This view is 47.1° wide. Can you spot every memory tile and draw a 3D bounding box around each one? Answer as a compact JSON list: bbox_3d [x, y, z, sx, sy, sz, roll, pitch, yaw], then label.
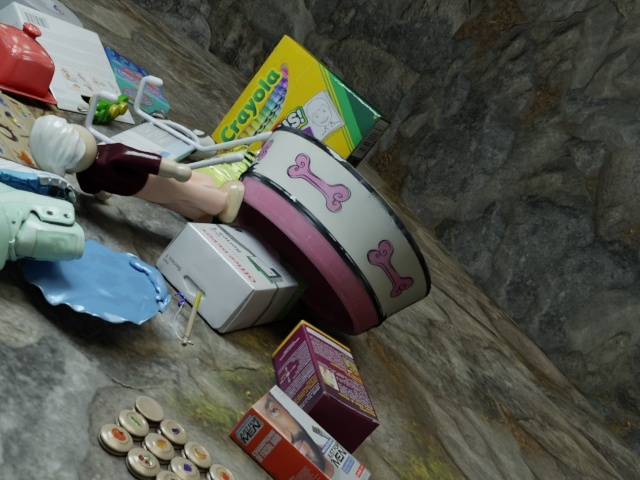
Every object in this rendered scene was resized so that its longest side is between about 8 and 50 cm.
[{"bbox_3d":[-0.154,0.227,0.764,0.148,0.012,0.113,40,13,5],"label":"memory tile"}]

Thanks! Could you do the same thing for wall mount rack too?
[{"bbox_3d":[-0.273,-0.205,1.440,0.304,0.130,0.350,28,24,3],"label":"wall mount rack"}]

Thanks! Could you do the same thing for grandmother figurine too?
[{"bbox_3d":[-0.289,-0.101,1.128,0.342,0.208,0.104,23,54,-48],"label":"grandmother figurine"}]

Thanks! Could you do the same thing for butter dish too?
[{"bbox_3d":[-0.546,-0.339,1.324,0.160,0.118,0.160,45,15,19],"label":"butter dish"}]

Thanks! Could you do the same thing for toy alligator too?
[{"bbox_3d":[-0.446,-0.261,1.493,0.056,0.051,0.189,28,23,3],"label":"toy alligator"}]

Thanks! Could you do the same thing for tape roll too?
[{"bbox_3d":[-0.674,-0.539,1.728,0.219,0.072,0.219,36,14,-10],"label":"tape roll"}]

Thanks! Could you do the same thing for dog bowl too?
[{"bbox_3d":[0.000,0.000,1.320,0.408,0.150,0.408,44,-13,14],"label":"dog bowl"}]

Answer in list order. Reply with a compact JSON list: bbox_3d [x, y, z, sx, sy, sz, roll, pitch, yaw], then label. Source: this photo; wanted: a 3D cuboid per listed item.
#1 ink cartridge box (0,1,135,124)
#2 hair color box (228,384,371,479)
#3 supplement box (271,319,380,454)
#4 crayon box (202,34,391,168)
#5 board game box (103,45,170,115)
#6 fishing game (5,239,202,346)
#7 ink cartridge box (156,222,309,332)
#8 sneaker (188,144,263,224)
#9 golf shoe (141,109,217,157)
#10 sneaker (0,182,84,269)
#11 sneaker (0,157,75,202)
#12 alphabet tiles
[{"bbox_3d":[-0.530,-0.354,1.554,0.239,0.060,0.275,67,18,6],"label":"ink cartridge box"},{"bbox_3d":[-0.023,0.264,0.907,0.167,0.053,0.093,40,14,8],"label":"hair color box"},{"bbox_3d":[0.002,0.214,1.071,0.104,0.081,0.188,34,14,-24],"label":"supplement box"},{"bbox_3d":[-0.068,-0.242,1.749,0.313,0.363,0.106,43,14,16],"label":"crayon box"},{"bbox_3d":[-0.474,-0.398,1.854,0.160,0.047,0.210,30,17,-36],"label":"board game box"},{"bbox_3d":[-0.277,0.053,0.910,0.264,0.041,0.189,21,20,-14],"label":"fishing game"},{"bbox_3d":[-0.136,0.056,1.191,0.160,0.092,0.219,43,13,15],"label":"ink cartridge box"},{"bbox_3d":[-0.199,-0.135,1.527,0.145,0.147,0.384,41,15,1],"label":"sneaker"},{"bbox_3d":[-0.314,-0.216,1.667,0.198,0.077,0.094,19,35,-39],"label":"golf shoe"},{"bbox_3d":[-0.331,-0.004,0.785,0.151,0.094,0.256,12,19,-15],"label":"sneaker"},{"bbox_3d":[-0.410,-0.080,0.967,0.083,0.071,0.191,40,12,29],"label":"sneaker"},{"bbox_3d":[-0.510,-0.203,1.076,0.285,0.011,0.342,48,6,21],"label":"alphabet tiles"}]
